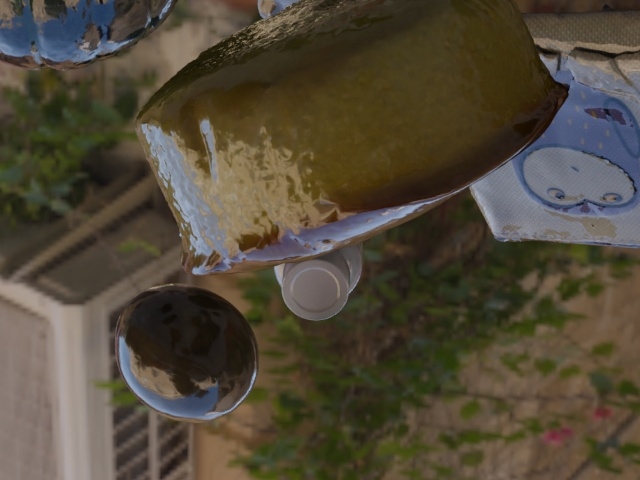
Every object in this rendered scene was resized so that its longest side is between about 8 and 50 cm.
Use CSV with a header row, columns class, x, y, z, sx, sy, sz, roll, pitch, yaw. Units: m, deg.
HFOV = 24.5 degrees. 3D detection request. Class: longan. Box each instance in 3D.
class,x,y,z,sx,sy,sz,roll,pitch,yaw
longan,-0.159,0.134,1.783,0.185,0.159,0.204,41,-172,11

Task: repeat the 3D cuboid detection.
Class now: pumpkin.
class,x,y,z,sx,sy,sz,roll,pitch,yaw
pumpkin,-0.222,-0.250,1.255,0.250,0.216,0.250,-3,-127,4

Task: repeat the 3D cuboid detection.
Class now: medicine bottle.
class,x,y,z,sx,sy,sz,roll,pitch,yaw
medicine bottle,0.000,0.000,1.567,0.095,0.095,0.260,5,-156,0

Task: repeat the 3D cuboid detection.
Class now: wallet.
class,x,y,z,sx,sy,sz,roll,pitch,yaw
wallet,0.261,-0.074,1.187,0.335,0.274,0.068,3,-136,28

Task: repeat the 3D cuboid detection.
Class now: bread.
class,x,y,z,sx,sy,sz,roll,pitch,yaw
bread,0.016,-0.077,0.933,0.270,0.148,0.270,-24,-166,7

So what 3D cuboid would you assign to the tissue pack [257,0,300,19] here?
class,x,y,z,sx,sy,sz,roll,pitch,yaw
tissue pack,0.067,-0.409,1.996,0.267,0.276,0.387,12,-173,24
